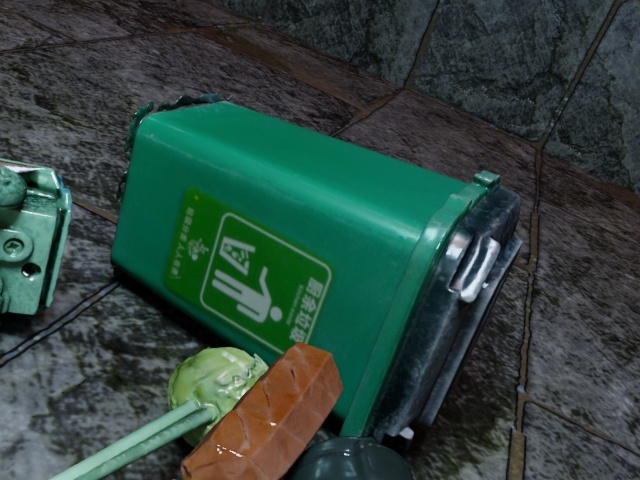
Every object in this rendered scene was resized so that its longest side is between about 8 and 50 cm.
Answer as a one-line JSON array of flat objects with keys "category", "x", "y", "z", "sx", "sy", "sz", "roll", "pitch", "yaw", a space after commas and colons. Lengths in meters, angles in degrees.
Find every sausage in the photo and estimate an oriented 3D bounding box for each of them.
[{"category": "sausage", "x": -0.040, "y": 0.135, "z": 0.508, "sx": 0.065, "sy": 0.065, "sz": 0.169, "roll": 28, "pitch": 28, "yaw": 12}]

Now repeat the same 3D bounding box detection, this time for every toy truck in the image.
[{"category": "toy truck", "x": -0.363, "y": -0.014, "z": 0.597, "sx": 0.278, "sy": 0.155, "sz": 0.156, "roll": 11, "pitch": 18, "yaw": -23}]

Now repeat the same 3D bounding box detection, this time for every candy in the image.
[{"category": "candy", "x": -0.121, "y": 0.138, "z": 0.490, "sx": 0.335, "sy": 0.092, "sz": 0.093, "roll": -3, "pitch": 75, "yaw": -70}]

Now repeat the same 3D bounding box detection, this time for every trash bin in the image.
[{"category": "trash bin", "x": 0.000, "y": 0.000, "z": 0.753, "sx": 0.381, "sy": 0.259, "sz": 0.295, "roll": 27, "pitch": 25, "yaw": 16}]

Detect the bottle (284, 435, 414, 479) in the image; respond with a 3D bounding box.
[{"category": "bottle", "x": 0.014, "y": 0.249, "z": 0.395, "sx": 0.144, "sy": 0.144, "sz": 0.336, "roll": 19, "pitch": 22, "yaw": -7}]
